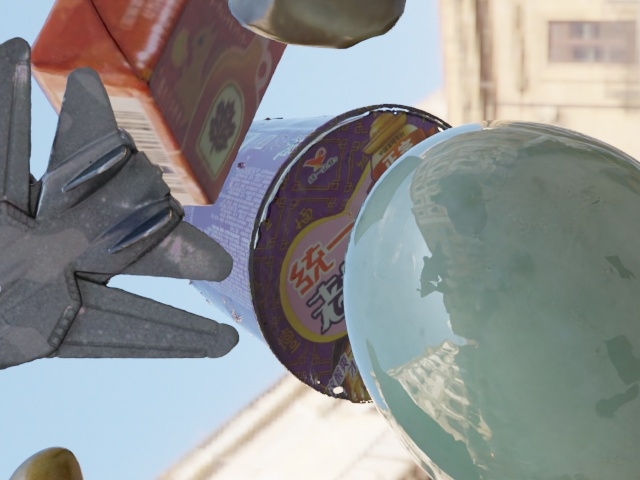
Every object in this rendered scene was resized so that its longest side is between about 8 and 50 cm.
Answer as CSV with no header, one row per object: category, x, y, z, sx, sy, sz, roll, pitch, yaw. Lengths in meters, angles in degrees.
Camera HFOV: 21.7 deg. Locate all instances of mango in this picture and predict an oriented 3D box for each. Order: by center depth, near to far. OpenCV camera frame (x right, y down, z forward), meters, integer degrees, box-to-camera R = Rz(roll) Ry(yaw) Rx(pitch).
mango,-0.227,0.257,1.421,0.102,0.085,0.184,-18,-49,-18

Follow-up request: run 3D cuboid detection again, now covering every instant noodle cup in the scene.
instant noodle cup,0.000,0.000,1.921,0.340,0.266,0.339,-6,-79,-31

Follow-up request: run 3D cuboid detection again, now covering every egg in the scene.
egg,0.175,0.074,1.228,0.389,0.276,0.276,44,-128,-32

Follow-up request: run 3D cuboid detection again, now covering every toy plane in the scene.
toy plane,-0.196,0.035,0.940,0.212,0.267,0.088,54,-173,-9

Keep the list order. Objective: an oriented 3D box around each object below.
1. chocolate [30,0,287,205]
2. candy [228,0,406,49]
chocolate,-0.119,-0.170,1.376,0.237,0.108,0.234,65,-136,-59
candy,0.000,-0.202,0.984,0.234,0.102,0.104,-98,23,-53
